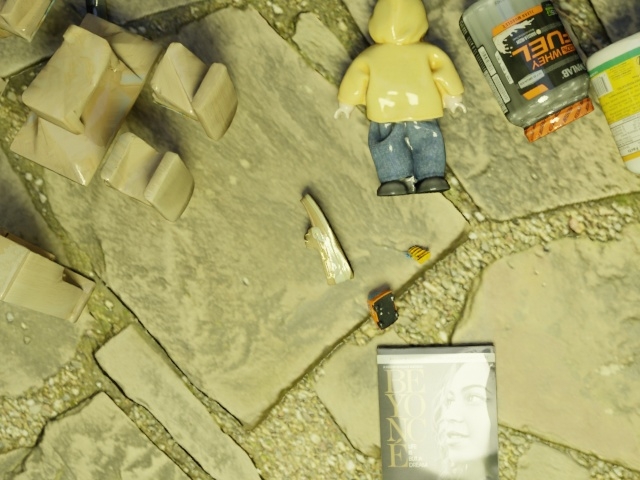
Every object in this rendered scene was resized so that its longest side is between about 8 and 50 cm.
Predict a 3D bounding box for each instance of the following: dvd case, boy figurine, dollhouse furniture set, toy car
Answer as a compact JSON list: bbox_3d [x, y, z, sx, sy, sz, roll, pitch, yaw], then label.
[{"bbox_3d":[0.165,0.258,1.138,0.164,0.018,0.221,-2,92,9],"label":"dvd case"},{"bbox_3d":[0.103,-0.201,1.090,0.177,0.092,0.285,-8,91,9],"label":"boy figurine"},{"bbox_3d":[-0.354,-0.109,1.122,0.362,0.256,0.394,25,80,6],"label":"dollhouse furniture set"},{"bbox_3d":[0.109,0.065,1.138,0.122,0.060,0.040,-46,41,-8],"label":"toy car"}]

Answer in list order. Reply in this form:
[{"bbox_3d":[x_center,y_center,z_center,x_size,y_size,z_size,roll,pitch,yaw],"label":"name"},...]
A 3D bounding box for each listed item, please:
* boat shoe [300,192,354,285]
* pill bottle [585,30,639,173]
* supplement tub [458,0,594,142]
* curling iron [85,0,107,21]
[{"bbox_3d":[0.000,0.000,1.135,0.045,0.050,0.135,-27,89,4],"label":"boat shoe"},{"bbox_3d":[0.428,-0.156,1.028,0.117,0.117,0.209,-21,89,9],"label":"pill bottle"},{"bbox_3d":[0.269,-0.231,1.049,0.117,0.117,0.190,-28,89,9],"label":"supplement tub"},{"bbox_3d":[-0.336,-0.354,1.180,0.068,0.035,0.274,-7,97,30],"label":"curling iron"}]
